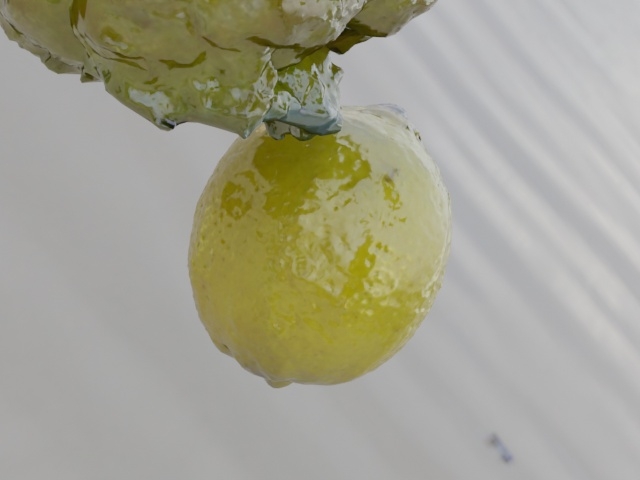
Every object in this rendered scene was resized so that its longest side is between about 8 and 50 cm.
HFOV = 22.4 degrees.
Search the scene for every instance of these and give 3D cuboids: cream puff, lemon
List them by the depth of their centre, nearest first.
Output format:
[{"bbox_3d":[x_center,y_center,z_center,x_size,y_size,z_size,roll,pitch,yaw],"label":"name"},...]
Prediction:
[{"bbox_3d":[-0.050,-0.139,0.935,0.185,0.282,0.282,70,22,-10],"label":"cream puff"},{"bbox_3d":[-0.002,0.002,1.093,0.180,0.193,0.180,31,26,-17],"label":"lemon"}]
